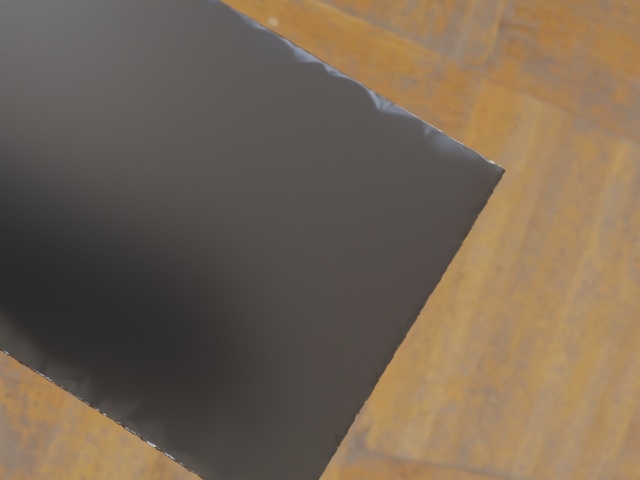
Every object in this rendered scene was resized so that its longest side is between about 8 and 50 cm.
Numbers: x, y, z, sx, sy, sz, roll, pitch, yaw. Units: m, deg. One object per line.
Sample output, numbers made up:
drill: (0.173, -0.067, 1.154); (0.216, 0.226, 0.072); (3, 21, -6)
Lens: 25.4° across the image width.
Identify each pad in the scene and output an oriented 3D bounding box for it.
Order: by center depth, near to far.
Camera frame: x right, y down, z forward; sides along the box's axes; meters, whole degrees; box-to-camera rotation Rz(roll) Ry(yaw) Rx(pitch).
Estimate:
pad: (-0.074, -0.032, 0.495); (0.170, 0.245, 0.006); (-56, 174, -31)
